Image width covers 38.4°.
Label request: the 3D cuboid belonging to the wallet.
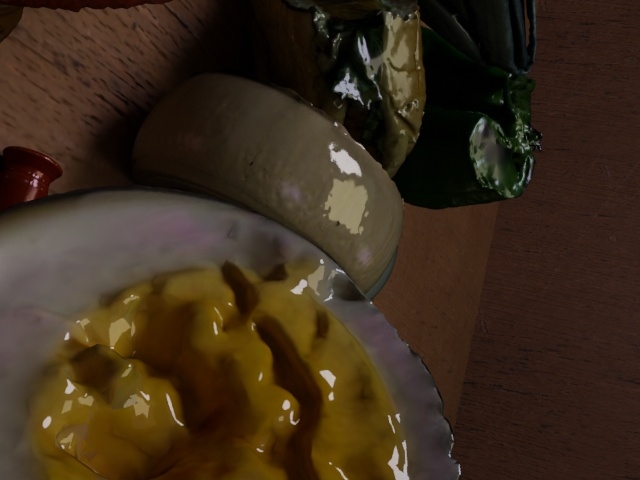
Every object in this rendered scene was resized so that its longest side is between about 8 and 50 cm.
[{"bbox_3d":[0.074,-0.312,0.953,0.075,0.342,0.237,-46,156,-2],"label":"wallet"}]

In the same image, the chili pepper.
[{"bbox_3d":[0.108,-0.157,1.084,0.167,0.385,0.213,28,90,-33],"label":"chili pepper"}]

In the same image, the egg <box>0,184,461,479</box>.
[{"bbox_3d":[-0.127,0.193,0.610,0.354,0.354,0.340,-61,177,-42],"label":"egg"}]

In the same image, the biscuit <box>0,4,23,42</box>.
[{"bbox_3d":[-0.231,-0.198,0.555,0.188,0.027,0.188,11,90,-71],"label":"biscuit"}]

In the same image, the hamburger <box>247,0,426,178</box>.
[{"bbox_3d":[0.012,-0.159,0.921,0.309,0.132,0.211,-128,-149,-59],"label":"hamburger"}]

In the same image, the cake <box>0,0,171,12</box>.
[{"bbox_3d":[-0.112,-0.246,0.566,0.283,0.176,0.151,-61,150,-55],"label":"cake"}]

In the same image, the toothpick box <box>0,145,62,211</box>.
[{"bbox_3d":[-0.216,-0.023,0.651,0.047,0.047,0.083,57,46,-63],"label":"toothpick box"}]

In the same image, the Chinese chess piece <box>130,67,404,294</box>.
[{"bbox_3d":[-0.046,-0.043,0.814,0.103,0.249,0.250,-60,155,-15],"label":"Chinese chess piece"}]

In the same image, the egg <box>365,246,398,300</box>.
[{"bbox_3d":[0.000,0.000,1.064,0.264,0.182,0.183,-4,103,-79],"label":"egg"}]
